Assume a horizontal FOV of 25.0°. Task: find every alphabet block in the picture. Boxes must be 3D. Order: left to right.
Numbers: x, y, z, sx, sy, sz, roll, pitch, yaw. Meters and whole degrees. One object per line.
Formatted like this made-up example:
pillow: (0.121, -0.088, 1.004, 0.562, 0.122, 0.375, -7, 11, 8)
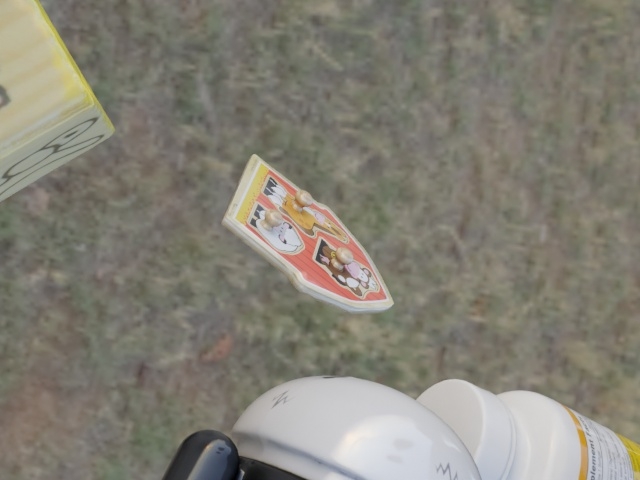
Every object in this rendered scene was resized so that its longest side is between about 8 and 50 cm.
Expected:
alphabet block: (-0.307, -0.131, 1.198, 0.193, 0.197, 0.192, 59, -5, 0)

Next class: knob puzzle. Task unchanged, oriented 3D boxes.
knob puzzle: (0.000, 0.000, 1.412, 0.030, 0.213, 0.213, -48, 156, 21)

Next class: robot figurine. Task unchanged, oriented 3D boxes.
robot figurine: (-0.014, 0.215, 0.855, 0.209, 0.173, 0.278, 76, 38, -70)

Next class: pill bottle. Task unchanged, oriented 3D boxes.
pill bottle: (0.178, 0.199, 1.131, 0.245, 0.136, 0.136, 28, 73, -30)
